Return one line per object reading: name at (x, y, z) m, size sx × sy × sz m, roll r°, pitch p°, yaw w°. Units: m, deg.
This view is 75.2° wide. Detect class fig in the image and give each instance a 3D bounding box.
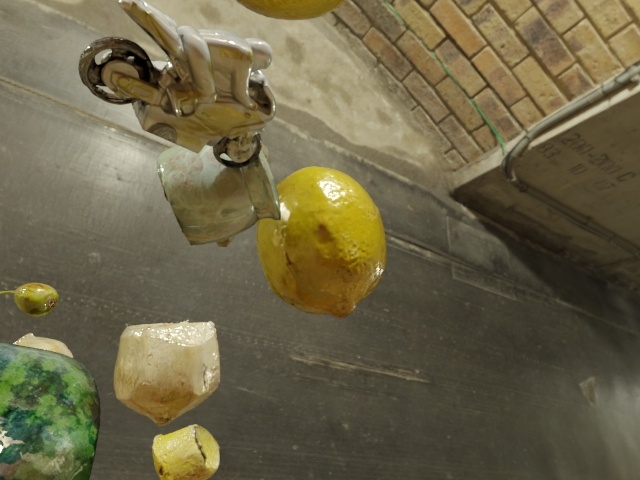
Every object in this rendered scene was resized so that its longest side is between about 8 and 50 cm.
fig at (-0.801, 0.146, 1.115) m, size 0.166 × 0.093 × 0.094 m, roll 21°, pitch 58°, yaw -14°

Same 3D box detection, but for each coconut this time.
coconut at (-0.743, 0.337, 1.078) m, size 0.194 × 0.194 × 0.195 m, roll 15°, pitch 61°, yaw -28°
coconut at (-0.559, 0.485, 1.534) m, size 0.404 × 0.404 × 0.405 m, roll 15°, pitch 61°, yaw -28°

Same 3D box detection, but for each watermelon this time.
watermelon at (-0.458, 0.255, 0.512) m, size 0.292 × 0.283 × 0.250 m, roll -38°, pitch 114°, yaw 3°

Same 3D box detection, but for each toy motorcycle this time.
toy motorcycle at (-0.118, -0.160, 0.434) m, size 0.228 × 0.151 × 0.074 m, roll 27°, pitch 26°, yaw -54°

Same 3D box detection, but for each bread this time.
bread at (-0.427, 0.682, 1.315) m, size 0.170 × 0.197 × 0.197 m, roll -28°, pitch 85°, yaw -5°

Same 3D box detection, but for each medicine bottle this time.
medicine bottle at (-0.139, -0.078, 0.597) m, size 0.142 × 0.147 × 0.148 m, roll -19°, pitch 78°, yaw -8°

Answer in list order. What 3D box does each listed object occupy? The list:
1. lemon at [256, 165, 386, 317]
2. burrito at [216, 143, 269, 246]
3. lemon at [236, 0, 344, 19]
lemon at (0.001, 0.002, 0.795) m, size 0.260 × 0.260 × 0.284 m, roll 7°, pitch 79°, yaw -31°
burrito at (-0.192, -0.116, 0.989) m, size 0.082 × 0.059 × 0.276 m, roll 35°, pitch 75°, yaw -52°
lemon at (-0.062, -0.500, 0.685) m, size 0.309 × 0.254 × 0.254 m, roll 3°, pitch 62°, yaw 5°
